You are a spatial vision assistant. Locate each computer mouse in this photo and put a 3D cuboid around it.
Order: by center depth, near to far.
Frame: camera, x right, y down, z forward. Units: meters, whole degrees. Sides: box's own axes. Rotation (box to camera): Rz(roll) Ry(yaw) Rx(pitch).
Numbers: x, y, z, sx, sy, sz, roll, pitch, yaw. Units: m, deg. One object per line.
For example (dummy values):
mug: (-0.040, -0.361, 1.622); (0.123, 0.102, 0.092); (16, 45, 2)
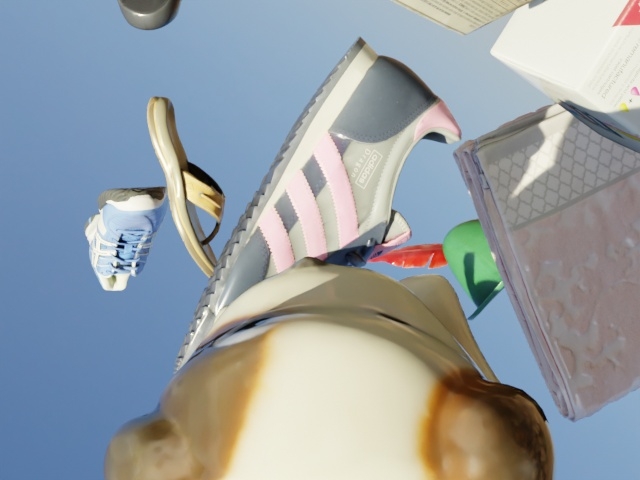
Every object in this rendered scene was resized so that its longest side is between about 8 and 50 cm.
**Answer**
computer mouse: (-0.157, -0.318, 1.004); (0.071, 0.242, 0.041); (5, 165, 9)

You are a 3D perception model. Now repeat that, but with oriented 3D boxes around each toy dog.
toy dog: (0.005, 0.191, 0.628); (0.284, 0.408, 0.395); (3, -132, 10)

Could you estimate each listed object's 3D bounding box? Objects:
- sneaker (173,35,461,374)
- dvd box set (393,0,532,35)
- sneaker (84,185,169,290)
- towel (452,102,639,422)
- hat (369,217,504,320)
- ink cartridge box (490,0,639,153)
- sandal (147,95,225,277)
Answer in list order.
sneaker: (0.000, 0.000, 0.811); (0.131, 0.319, 0.112); (31, 179, -8)
dvd box set: (0.212, -0.257, 0.566); (0.307, 0.420, 0.062); (-7, -106, -64)
sneaker: (-0.210, -0.004, 1.105); (0.080, 0.211, 0.081); (-3, -106, -20)
towel: (0.341, -0.018, 1.067); (0.317, 0.332, 0.053); (66, 166, -7)
hat: (0.178, -0.015, 1.280); (0.183, 0.173, 0.208); (43, -117, 11)
ink cartridge box: (0.272, -0.164, 0.888); (0.176, 0.128, 0.127); (25, -171, -36)
sandal: (-0.116, -0.049, 0.929); (0.072, 0.049, 0.180); (-105, 1, -79)
